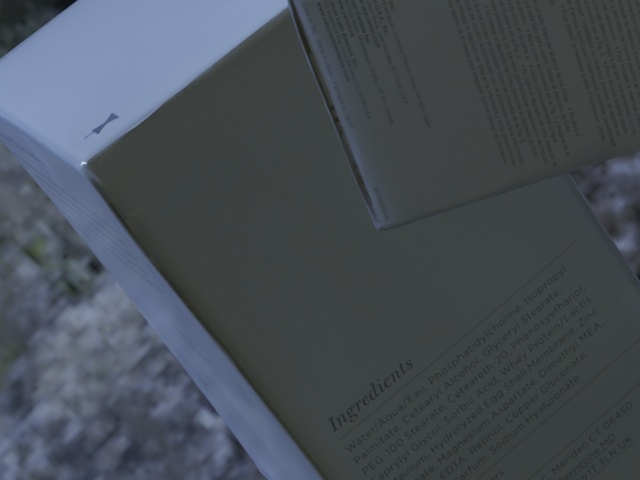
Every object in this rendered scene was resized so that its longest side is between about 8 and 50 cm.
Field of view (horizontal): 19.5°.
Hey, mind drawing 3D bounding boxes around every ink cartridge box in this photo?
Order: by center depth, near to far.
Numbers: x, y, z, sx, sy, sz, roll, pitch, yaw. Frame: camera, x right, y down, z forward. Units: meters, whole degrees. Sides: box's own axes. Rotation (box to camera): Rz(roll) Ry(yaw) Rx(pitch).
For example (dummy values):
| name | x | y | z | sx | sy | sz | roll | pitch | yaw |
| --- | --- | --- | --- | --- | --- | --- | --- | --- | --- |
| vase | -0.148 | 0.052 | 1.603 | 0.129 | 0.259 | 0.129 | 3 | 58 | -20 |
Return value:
| name | x | y | z | sx | sy | sz | roll | pitch | yaw |
| --- | --- | --- | --- | --- | --- | --- | --- | --- | --- |
| ink cartridge box | 0.055 | -0.050 | 0.402 | 0.029 | 0.115 | 0.063 | -93 | -17 | -60 |

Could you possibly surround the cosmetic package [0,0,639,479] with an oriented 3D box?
| name | x | y | z | sx | sy | sz | roll | pitch | yaw |
| --- | --- | --- | --- | --- | --- | --- | --- | --- | --- |
| cosmetic package | 0.000 | 0.000 | 0.709 | 0.225 | 0.138 | 0.224 | 53 | 171 | -21 |
